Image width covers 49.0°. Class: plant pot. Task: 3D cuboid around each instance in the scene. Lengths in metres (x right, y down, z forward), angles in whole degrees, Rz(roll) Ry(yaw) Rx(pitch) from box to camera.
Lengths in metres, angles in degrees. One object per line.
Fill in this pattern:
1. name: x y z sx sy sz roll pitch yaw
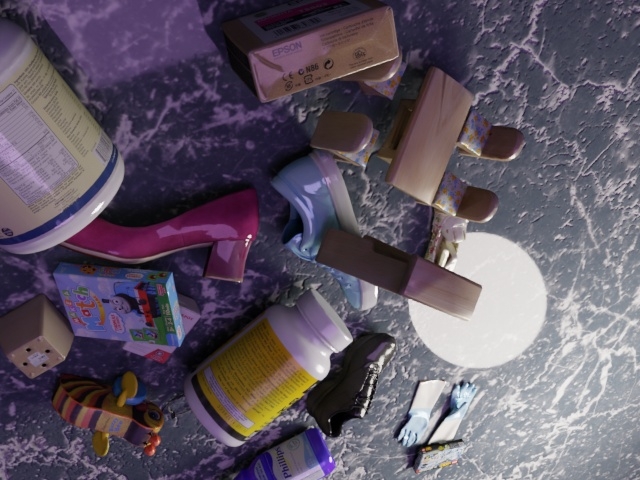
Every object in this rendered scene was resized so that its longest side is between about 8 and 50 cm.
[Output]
1. plant pot: -0.523 0.184 1.289 0.109 0.096 0.109 -30 127 -3

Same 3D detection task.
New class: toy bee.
1. toy bee: -0.381 0.350 1.419 0.298 0.162 0.195 -4 120 -22

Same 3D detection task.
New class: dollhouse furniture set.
1. dollhouse furniture set: 0.186 -0.096 1.231 0.362 0.256 0.394 23 88 -37

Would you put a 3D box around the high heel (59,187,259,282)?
1. high heel: -0.299 -0.041 1.266 0.377 0.127 0.181 12 84 -24

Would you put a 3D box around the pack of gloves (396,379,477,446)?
1. pack of gloves: 0.319 0.476 1.880 0.195 0.046 0.232 3 119 -27

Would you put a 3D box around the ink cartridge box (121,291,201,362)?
1. ink cartridge box: -0.317 0.165 1.391 0.099 0.056 0.135 30 106 -36

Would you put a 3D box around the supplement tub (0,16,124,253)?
1. supplement tub: -0.464 -0.164 1.002 0.235 0.235 0.325 -33 128 -1

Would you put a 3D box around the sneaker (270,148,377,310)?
1. sneaker: 0.000 0.000 1.386 0.150 0.135 0.366 -24 116 -6

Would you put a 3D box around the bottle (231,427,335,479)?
1. bottle: -0.108 0.565 1.705 0.282 0.118 0.092 -25 137 -6

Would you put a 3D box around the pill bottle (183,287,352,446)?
1. pill bottle: -0.104 0.257 1.462 0.334 0.188 0.188 -39 128 5

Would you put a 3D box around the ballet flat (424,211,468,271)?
1. ballet flat: 0.283 0.005 1.540 0.091 0.077 0.241 -4 122 -20

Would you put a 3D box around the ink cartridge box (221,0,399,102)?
1. ink cartridge box: -0.022 -0.320 1.122 0.234 0.193 0.088 -22 125 -10

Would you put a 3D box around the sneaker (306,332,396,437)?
1. sneaker: 0.089 0.342 1.641 0.109 0.130 0.286 27 106 -32

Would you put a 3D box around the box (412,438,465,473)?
1. box: 0.332 0.605 1.971 0.137 0.027 0.094 -7 133 -20

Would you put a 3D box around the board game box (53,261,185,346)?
1. board game box: -0.364 0.118 1.285 0.211 0.039 0.160 5 129 9
